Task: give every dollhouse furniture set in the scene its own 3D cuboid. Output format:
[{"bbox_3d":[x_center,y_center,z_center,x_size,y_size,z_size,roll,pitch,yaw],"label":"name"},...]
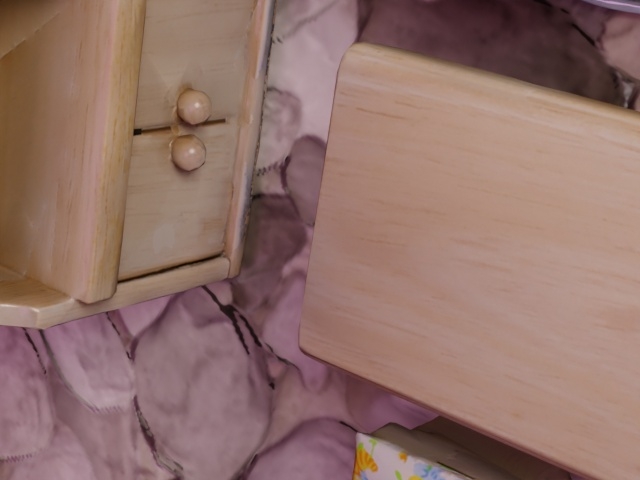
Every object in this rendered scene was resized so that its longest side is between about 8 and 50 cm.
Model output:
[{"bbox_3d":[0.000,0.000,0.445,0.394,0.256,0.362,20,111,33],"label":"dollhouse furniture set"}]

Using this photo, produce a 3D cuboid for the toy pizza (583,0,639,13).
[{"bbox_3d":[0.129,-0.185,0.500,0.201,0.032,0.201,6,103,27],"label":"toy pizza"}]
